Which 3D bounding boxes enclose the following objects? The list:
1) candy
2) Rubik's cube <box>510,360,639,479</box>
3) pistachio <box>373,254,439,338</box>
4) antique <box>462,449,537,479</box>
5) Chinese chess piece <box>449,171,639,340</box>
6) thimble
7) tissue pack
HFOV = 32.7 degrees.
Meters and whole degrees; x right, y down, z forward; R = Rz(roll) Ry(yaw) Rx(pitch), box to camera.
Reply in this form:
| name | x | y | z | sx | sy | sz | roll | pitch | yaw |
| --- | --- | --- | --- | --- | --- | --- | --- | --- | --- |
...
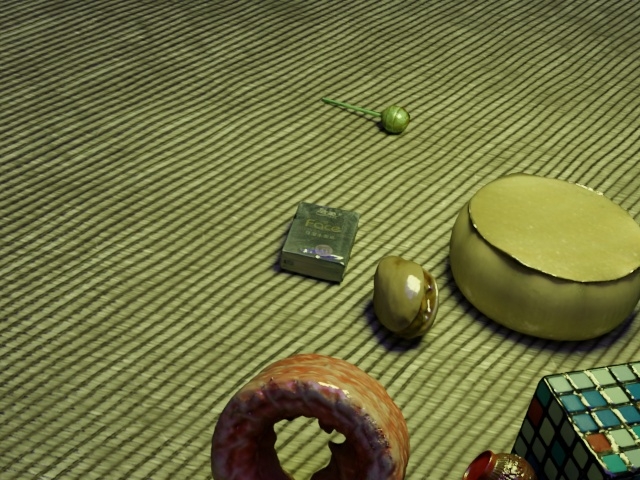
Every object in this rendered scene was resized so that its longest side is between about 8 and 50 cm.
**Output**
| name | x | y | z | sx | sy | sz | roll | pitch | yaw |
| --- | --- | --- | --- | --- | --- | --- | --- | --- | --- |
| candy | 0.092 | -0.270 | 2.268 | 0.202 | 0.061 | 0.061 | 19 | 36 | 25 |
| Rubik's cube | 0.385 | 0.293 | 1.461 | 0.182 | 0.187 | 0.184 | -5 | 41 | -21 |
| pistachio | 0.133 | 0.090 | 1.744 | 0.113 | 0.113 | 0.149 | 7 | 43 | -5 |
| antique | 0.243 | 0.331 | 1.448 | 0.104 | 0.104 | 0.104 | 7 | 36 | -5 |
| Chinese chess piece | 0.389 | 0.023 | 1.864 | 0.338 | 0.140 | 0.338 | 8 | 35 | -5 |
| thimble | -0.008 | 0.262 | 1.348 | 0.239 | 0.239 | 0.162 | 14 | 8 | 4 |
| tissue pack | 0.000 | 0.000 | 1.870 | 0.112 | 0.051 | 0.156 | 12 | 37 | 4 |
